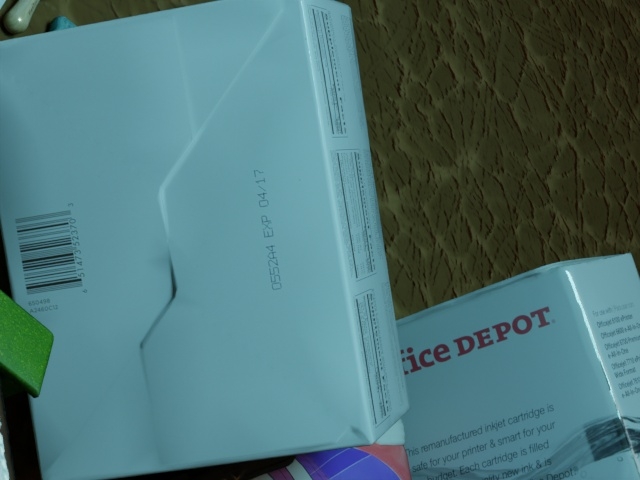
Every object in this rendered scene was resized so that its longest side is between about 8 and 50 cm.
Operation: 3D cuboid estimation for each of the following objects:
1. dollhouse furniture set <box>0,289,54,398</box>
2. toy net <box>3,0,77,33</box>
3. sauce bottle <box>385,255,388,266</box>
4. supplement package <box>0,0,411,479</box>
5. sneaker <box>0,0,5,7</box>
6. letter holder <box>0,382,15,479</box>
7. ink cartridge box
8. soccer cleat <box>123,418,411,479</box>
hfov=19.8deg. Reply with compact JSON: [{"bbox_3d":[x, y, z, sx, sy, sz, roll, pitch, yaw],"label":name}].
[{"bbox_3d":[-0.302,0.058,0.865,0.301,0.151,0.198,44,40,-32],"label":"dollhouse furniture set"},{"bbox_3d":[-0.168,-0.154,1.276,0.122,0.045,0.232,4,68,-53],"label":"toy net"},{"bbox_3d":[0.000,0.000,1.430,0.128,0.042,0.042,32,47,-40],"label":"sauce bottle"},{"bbox_3d":[-0.073,-0.002,1.107,0.145,0.204,0.262,-12,93,-77],"label":"supplement package"},{"bbox_3d":[-0.286,-0.141,1.058,0.169,0.108,0.292,49,28,-24],"label":"sneaker"},{"bbox_3d":[-0.240,0.155,0.720,0.214,0.152,0.302,-1,73,-36],"label":"letter holder"},{"bbox_3d":[0.167,0.188,1.391,0.129,0.223,0.307,-8,78,-57],"label":"ink cartridge box"},{"bbox_3d":[-0.030,0.188,1.225,0.318,0.108,0.116,-7,81,-58],"label":"soccer cleat"}]
